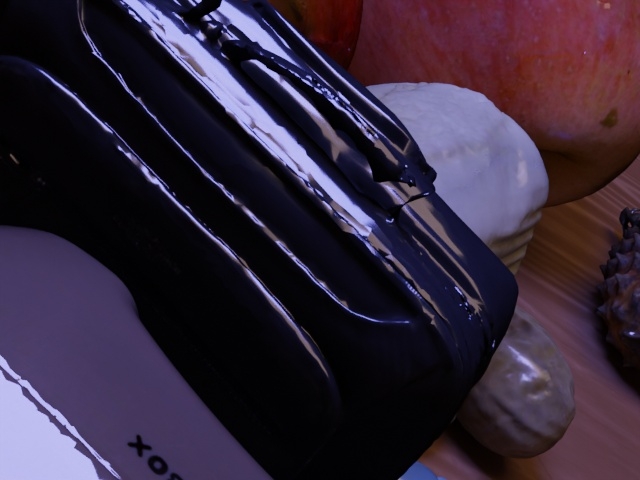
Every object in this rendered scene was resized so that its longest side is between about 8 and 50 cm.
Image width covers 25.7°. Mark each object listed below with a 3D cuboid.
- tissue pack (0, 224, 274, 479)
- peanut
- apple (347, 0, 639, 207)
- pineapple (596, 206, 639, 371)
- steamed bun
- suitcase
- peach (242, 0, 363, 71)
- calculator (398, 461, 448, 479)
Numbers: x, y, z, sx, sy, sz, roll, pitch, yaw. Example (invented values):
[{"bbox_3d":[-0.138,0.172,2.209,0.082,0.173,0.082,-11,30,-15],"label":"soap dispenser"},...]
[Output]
[{"bbox_3d":[-0.134,0.197,0.591,0.387,0.267,0.277,47,31,7],"label":"tissue pack"},{"bbox_3d":[0.133,0.073,1.255,0.125,0.111,0.274,6,44,-53],"label":"peanut"},{"bbox_3d":[0.203,-0.204,1.485,0.364,0.364,0.364,30,30,-20],"label":"apple"},{"bbox_3d":[0.390,0.030,1.597,0.175,0.175,0.361,36,20,-10],"label":"pineapple"},{"bbox_3d":[0.000,0.000,1.081,0.272,0.273,0.290,31,30,19],"label":"steamed bun"},{"bbox_3d":[-0.093,0.027,0.807,0.345,0.339,0.188,45,25,8],"label":"suitcase"},{"bbox_3d":[-0.125,-0.239,1.174,0.290,0.373,0.373,-26,67,-28],"label":"peach"},{"bbox_3d":[0.094,0.284,0.987,0.188,0.042,0.303,23,34,-28],"label":"calculator"}]
